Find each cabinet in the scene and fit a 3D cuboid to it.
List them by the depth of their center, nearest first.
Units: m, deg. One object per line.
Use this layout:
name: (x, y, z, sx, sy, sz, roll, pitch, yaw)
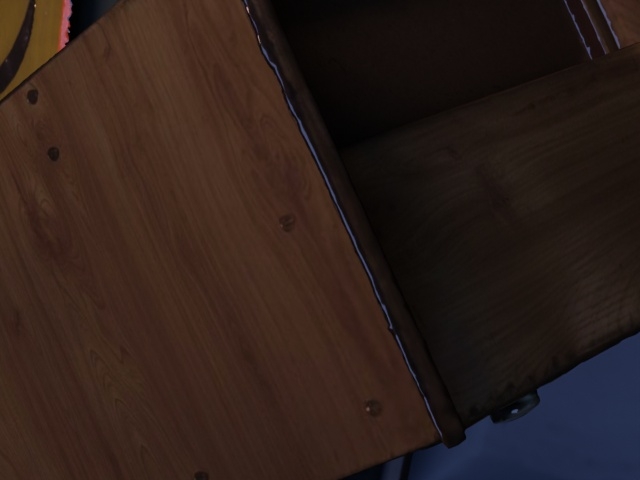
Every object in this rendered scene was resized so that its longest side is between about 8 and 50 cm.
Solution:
cabinet: (0.000, 0.000, 0.504, 0.215, 0.175, 0.148, -29, 85, 47)

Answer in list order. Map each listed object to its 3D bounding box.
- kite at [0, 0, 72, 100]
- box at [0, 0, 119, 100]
kite: (-0.198, -0.117, 0.675, 0.377, 0.013, 0.327, -38, 75, 27)
box: (-0.100, -0.058, 0.654, 0.091, 0.031, 0.126, -1, 94, 22)
